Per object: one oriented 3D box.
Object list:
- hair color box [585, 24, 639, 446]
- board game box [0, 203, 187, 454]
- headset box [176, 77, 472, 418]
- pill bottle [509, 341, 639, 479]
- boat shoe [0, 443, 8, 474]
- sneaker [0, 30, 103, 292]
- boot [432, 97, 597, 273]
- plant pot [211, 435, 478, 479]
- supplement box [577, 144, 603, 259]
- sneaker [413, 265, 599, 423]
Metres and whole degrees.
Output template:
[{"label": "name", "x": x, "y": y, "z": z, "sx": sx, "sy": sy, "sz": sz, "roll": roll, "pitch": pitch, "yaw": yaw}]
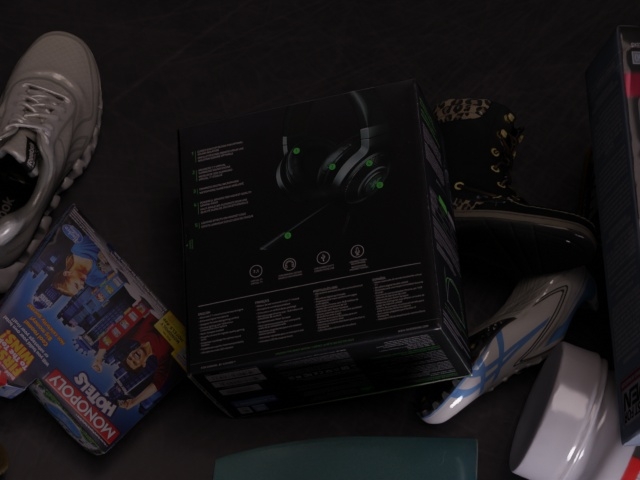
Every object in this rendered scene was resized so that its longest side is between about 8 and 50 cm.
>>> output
[{"label": "hair color box", "x": 0.361, "y": -0.005, "z": 1.780, "sx": 0.185, "sy": 0.113, "sz": 0.375, "roll": 0, "pitch": 72, "yaw": -10}, {"label": "board game box", "x": -0.242, "y": 0.102, "z": 1.816, "sx": 0.194, "sy": 0.060, "sz": 0.194, "roll": -43, "pitch": 95, "yaw": -26}, {"label": "headset box", "x": 0.000, "y": 0.000, "z": 1.845, "sx": 0.246, "sy": 0.131, "sz": 0.283, "roll": -12, "pitch": 63, "yaw": 13}, {"label": "pill bottle", "x": 0.335, "y": 0.213, "z": 1.846, "sx": 0.283, "sy": 0.161, "sz": 0.161, "roll": 22, "pitch": 61, "yaw": -1}, {"label": "boat shoe", "x": -0.362, "y": 0.211, "z": 1.764, "sx": 0.153, "sy": 0.048, "sz": 0.056, "roll": -7, "pitch": 53, "yaw": -23}, {"label": "sneaker", "x": -0.282, "y": -0.093, "z": 1.890, "sx": 0.110, "sy": 0.118, "sz": 0.292, "roll": 16, "pitch": 60, "yaw": -2}, {"label": "boot", "x": 0.184, "y": -0.062, "z": 1.954, "sx": 0.236, "sy": 0.085, "sz": 0.179, "roll": 5, "pitch": 53, "yaw": 29}, {"label": "plant pot", "x": 0.014, "y": 0.271, "z": 1.750, "sx": 0.234, "sy": 0.165, "sz": 0.166, "roll": 6, "pitch": 62, "yaw": -1}, {"label": "supplement box", "x": 0.382, "y": -0.060, "z": 1.975, "sx": 0.191, "sy": 0.194, "sz": 0.129, "roll": 14, "pitch": 62, "yaw": -5}, {"label": "sneaker", "x": 0.189, "y": 0.106, "z": 1.917, "sx": 0.237, "sy": 0.085, "sz": 0.086, "roll": -42, "pitch": 104, "yaw": -21}]
